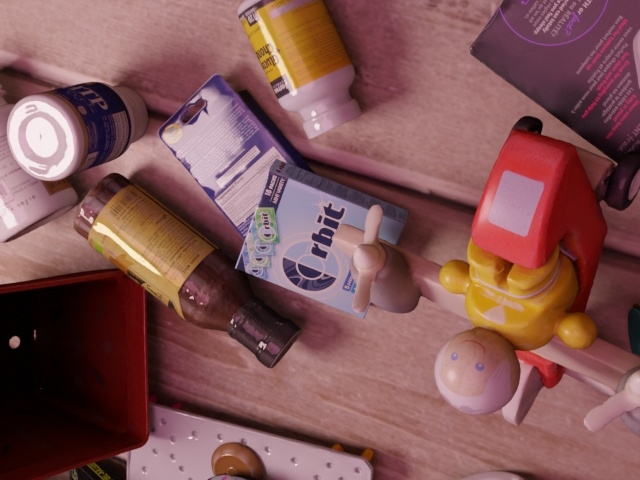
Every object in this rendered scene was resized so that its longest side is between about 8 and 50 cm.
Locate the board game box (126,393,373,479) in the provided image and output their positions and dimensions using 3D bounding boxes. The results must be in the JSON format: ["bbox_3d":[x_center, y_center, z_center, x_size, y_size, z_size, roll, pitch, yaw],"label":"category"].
[{"bbox_3d":[-0.113,0.448,1.444,0.390,0.050,0.389,10,110,19],"label":"board game box"}]

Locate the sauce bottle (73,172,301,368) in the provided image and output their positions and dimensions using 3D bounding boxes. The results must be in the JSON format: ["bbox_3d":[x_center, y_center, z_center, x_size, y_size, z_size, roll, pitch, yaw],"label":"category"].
[{"bbox_3d":[-0.182,0.046,1.311,0.344,0.111,0.111,38,116,9],"label":"sauce bottle"}]

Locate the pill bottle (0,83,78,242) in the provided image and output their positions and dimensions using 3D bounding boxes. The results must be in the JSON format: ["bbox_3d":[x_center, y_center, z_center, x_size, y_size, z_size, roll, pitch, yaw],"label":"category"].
[{"bbox_3d":[-0.458,-0.124,1.359,0.131,0.131,0.229,-27,95,27],"label":"pill bottle"}]

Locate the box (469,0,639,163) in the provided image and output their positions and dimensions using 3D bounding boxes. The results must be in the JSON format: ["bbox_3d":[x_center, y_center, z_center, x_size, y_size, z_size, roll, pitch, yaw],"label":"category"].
[{"bbox_3d":[0.323,-0.196,1.012,0.270,0.143,0.165,39,118,6],"label":"box"}]

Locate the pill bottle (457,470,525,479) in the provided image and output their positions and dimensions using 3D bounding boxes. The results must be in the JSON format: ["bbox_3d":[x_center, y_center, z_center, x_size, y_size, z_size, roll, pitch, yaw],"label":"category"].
[{"bbox_3d":[0.241,0.443,1.250,0.136,0.136,0.245,-14,101,25],"label":"pill bottle"}]

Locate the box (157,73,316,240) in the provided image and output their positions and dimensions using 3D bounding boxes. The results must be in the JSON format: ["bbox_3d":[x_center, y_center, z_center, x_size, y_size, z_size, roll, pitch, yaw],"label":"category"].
[{"bbox_3d":[-0.102,-0.101,1.274,0.136,0.036,0.225,-39,92,27],"label":"box"}]

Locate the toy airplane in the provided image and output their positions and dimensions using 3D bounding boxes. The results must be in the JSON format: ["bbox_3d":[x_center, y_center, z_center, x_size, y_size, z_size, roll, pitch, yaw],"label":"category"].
[{"bbox_3d":[0.213,0.091,1.027,0.384,0.272,0.386,50,148,-10],"label":"toy airplane"}]

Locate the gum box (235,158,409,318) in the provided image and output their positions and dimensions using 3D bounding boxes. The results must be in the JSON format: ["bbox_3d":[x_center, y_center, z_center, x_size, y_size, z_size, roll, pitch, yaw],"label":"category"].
[{"bbox_3d":[0.000,0.000,1.234,0.184,0.041,0.157,22,120,1],"label":"gum box"}]

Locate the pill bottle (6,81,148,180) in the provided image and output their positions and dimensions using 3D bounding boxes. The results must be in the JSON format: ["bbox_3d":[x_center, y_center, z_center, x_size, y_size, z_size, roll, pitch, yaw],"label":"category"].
[{"bbox_3d":[-0.313,-0.152,1.260,0.112,0.187,0.112,7,109,20],"label":"pill bottle"}]

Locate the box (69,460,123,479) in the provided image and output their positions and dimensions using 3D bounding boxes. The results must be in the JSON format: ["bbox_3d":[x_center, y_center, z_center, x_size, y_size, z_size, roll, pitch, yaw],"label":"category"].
[{"bbox_3d":[-0.334,0.456,1.497,0.184,0.045,0.190,25,118,47],"label":"box"}]

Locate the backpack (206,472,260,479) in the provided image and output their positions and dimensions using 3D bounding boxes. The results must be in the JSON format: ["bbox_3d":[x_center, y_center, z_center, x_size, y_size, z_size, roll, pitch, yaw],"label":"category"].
[{"bbox_3d":[-0.114,0.421,1.337,0.152,0.115,0.182,-11,110,20],"label":"backpack"}]

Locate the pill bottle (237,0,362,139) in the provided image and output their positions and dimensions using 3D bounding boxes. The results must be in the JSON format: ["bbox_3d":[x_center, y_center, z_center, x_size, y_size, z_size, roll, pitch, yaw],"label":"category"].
[{"bbox_3d":[-0.020,-0.222,1.166,0.103,0.103,0.184,-23,96,26],"label":"pill bottle"}]

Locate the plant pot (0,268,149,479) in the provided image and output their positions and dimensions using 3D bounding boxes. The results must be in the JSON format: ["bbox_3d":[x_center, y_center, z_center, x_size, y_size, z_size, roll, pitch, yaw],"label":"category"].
[{"bbox_3d":[-0.427,0.174,1.363,0.236,0.267,0.267,6,99,40],"label":"plant pot"}]

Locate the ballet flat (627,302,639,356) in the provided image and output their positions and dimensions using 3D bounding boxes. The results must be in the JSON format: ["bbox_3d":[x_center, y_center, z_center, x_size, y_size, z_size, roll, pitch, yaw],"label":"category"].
[{"bbox_3d":[0.416,0.167,1.143,0.067,0.073,0.206,-12,106,-3],"label":"ballet flat"}]

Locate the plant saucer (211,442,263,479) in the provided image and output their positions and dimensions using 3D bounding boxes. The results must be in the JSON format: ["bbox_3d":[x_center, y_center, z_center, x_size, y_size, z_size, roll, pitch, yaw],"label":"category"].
[{"bbox_3d":[-0.124,0.333,1.375,0.083,0.015,0.083,6,108,20],"label":"plant saucer"}]
